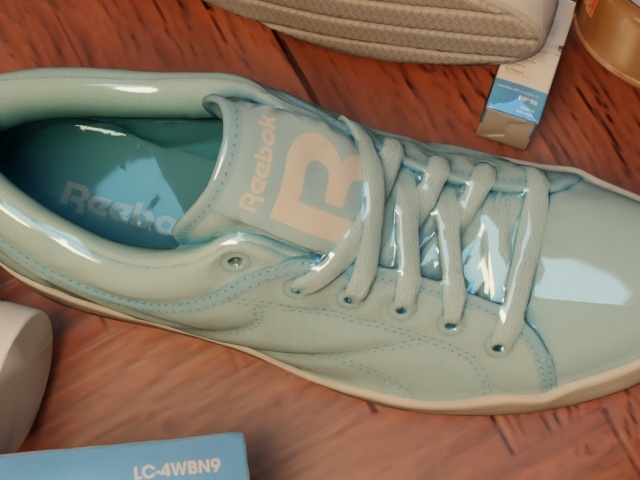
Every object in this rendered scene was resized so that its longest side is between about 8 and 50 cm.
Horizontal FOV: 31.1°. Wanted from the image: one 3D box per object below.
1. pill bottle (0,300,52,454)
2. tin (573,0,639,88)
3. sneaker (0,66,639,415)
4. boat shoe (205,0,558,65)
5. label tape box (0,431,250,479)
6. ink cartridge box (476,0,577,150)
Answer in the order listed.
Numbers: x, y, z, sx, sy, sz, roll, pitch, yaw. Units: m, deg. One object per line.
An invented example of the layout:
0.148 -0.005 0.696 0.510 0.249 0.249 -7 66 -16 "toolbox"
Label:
-0.227 0.047 0.541 0.184 0.103 0.103 13 78 5 "pill bottle"
0.216 -0.101 0.538 0.189 0.040 0.106 10 41 1 "tin"
0.000 0.000 0.517 0.365 0.150 0.135 6 79 4 "sneaker"
-0.036 -0.183 0.563 0.335 0.121 0.119 20 78 15 "boat shoe"
-0.138 0.267 0.464 0.249 0.115 0.348 -4 75 -11 "label tape box"
0.107 -0.094 0.584 0.028 0.048 0.083 19 79 5 "ink cartridge box"
